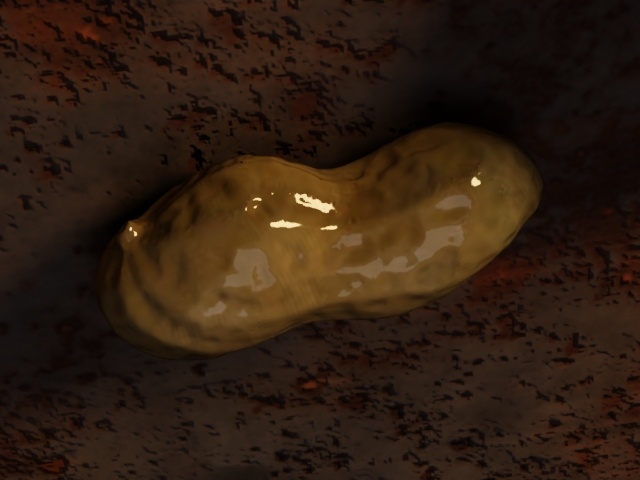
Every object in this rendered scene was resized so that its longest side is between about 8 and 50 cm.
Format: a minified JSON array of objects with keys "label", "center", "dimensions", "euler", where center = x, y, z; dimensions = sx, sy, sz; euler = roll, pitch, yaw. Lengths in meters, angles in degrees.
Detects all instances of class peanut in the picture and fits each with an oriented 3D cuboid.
[{"label":"peanut","center":[0.000,0.000,1.090],"dimensions":[0.263,0.101,0.117],"euler":[-10,153,-3]}]
